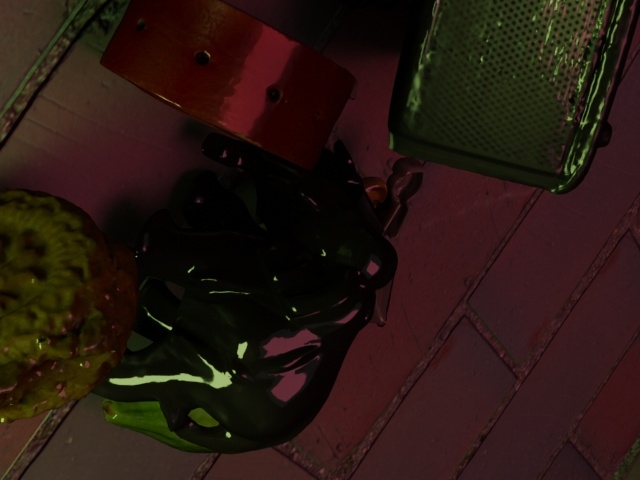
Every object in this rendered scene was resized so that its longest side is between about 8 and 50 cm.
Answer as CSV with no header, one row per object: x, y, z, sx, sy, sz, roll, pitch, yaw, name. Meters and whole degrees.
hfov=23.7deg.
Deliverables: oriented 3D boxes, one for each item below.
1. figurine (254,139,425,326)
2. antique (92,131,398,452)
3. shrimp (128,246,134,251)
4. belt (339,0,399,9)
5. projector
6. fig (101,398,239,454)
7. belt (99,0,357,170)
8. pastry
0.004,-0.001,1.835,0.308,0.143,0.308,-37,144,-34,figurine
-0.074,0.069,1.641,0.322,0.255,0.185,-68,166,-2,antique
-0.285,0.089,1.596,0.267,0.061,0.145,-45,157,-30,shrimp
0.066,-0.353,1.694,0.141,0.082,0.190,-25,135,-55,belt
0.240,-0.311,1.678,0.395,0.242,0.405,-66,170,-65,projector
-0.134,0.179,1.783,0.233,0.167,0.167,-22,138,-7,fig
-0.086,-0.167,1.511,0.115,0.227,0.324,-61,166,3,belt
-0.282,0.068,1.422,0.240,0.235,0.132,-33,144,-20,pastry
